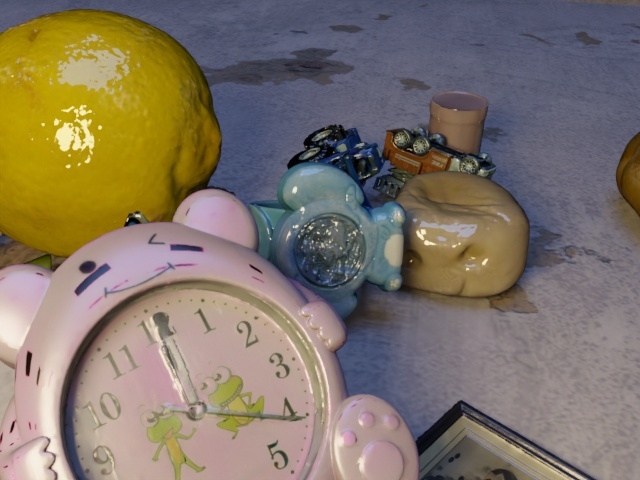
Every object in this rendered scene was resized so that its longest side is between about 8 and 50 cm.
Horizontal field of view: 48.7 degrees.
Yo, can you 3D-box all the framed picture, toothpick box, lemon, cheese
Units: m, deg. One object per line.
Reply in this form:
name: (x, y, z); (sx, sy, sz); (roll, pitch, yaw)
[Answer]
framed picture: (0.162, 0.248, 0.665); (0.199, 0.010, 0.195); (27, 40, 35)
toothpick box: (0.231, -0.172, 1.220); (0.099, 0.148, 0.098); (1, 32, -1)
lemon: (-0.299, -0.131, 0.916); (0.348, 0.347, 0.348); (1, 32, -1)
cheese: (0.177, -0.012, 0.992); (0.218, 0.117, 0.235); (-17, 33, -25)

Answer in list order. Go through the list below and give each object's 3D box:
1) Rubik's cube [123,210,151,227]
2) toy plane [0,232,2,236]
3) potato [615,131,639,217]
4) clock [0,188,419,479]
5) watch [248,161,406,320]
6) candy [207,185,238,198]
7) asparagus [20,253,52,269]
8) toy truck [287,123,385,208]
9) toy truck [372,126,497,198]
Rubik's cube: (-0.187, 0.058, 0.744); (0.284, 0.234, 0.250); (-11, 33, -19)
toy plane: (-0.546, -0.046, 1.004); (0.245, 0.117, 0.244); (3, 31, -2)
potato: (0.582, -0.072, 1.080); (0.196, 0.176, 0.369); (25, 33, -14)
clock: (-0.108, 0.133, 0.582); (0.296, 0.113, 0.322); (-25, 79, -23)
watch: (0.000, 0.000, 0.930); (0.211, 0.210, 0.193); (-6, 10, -12)
candy: (-0.165, -0.032, 1.037); (0.110, 0.085, 0.095); (13, 43, 37)
asparagus: (-0.441, 0.090, 0.846); (0.278, 0.060, 0.067); (-25, 21, -36)
toy truck: (0.027, -0.096, 1.092); (0.126, 0.113, 0.208); (-12, 28, 28)
toy truck: (0.183, -0.108, 1.140); (0.178, 0.115, 0.080); (26, 23, 24)
